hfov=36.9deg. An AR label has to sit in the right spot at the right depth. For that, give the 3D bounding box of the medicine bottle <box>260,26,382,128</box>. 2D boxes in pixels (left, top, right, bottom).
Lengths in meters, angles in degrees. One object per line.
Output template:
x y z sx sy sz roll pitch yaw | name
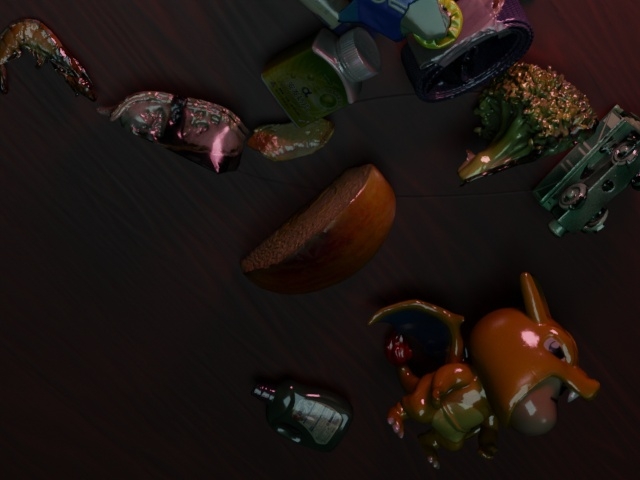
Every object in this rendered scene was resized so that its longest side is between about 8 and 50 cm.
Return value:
0.007 -0.296 1.687 0.188 0.088 0.132 -22 117 32 | medicine bottle

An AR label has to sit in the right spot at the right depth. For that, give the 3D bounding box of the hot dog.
-0.055 -0.185 1.781 0.169 0.061 0.078 -9 78 -3 | hot dog

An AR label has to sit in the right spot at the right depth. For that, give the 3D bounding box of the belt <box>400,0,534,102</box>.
0.251 -0.350 1.682 0.230 0.126 0.139 -30 144 19 | belt

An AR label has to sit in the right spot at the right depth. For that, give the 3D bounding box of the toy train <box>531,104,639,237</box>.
0.527 -0.115 1.800 0.115 0.154 0.269 37 108 -17 | toy train

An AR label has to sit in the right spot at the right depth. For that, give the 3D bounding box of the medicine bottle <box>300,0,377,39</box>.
0.001 -0.424 1.675 0.231 0.059 0.059 40 107 -19 | medicine bottle

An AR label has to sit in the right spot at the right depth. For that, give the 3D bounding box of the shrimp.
-0.503 -0.294 1.716 0.148 0.035 0.195 -39 105 11 | shrimp

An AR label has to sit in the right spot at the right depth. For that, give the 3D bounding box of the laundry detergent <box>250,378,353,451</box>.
-0.051 0.364 2.035 0.221 0.078 0.144 23 116 -14 | laundry detergent

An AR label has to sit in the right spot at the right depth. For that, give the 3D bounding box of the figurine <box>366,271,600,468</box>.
0.313 0.257 1.906 0.387 0.268 0.401 -34 108 15 | figurine

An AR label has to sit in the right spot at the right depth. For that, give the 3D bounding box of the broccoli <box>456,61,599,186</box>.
0.345 -0.225 1.714 0.273 0.242 0.180 -20 93 -1 | broccoli

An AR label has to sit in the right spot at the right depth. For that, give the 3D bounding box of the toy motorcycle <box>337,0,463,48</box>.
0.102 -0.456 1.566 0.200 0.191 0.326 -15 103 11 | toy motorcycle

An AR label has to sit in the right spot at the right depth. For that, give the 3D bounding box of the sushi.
-0.262 -0.223 1.735 0.273 0.134 0.109 26 98 1 | sushi

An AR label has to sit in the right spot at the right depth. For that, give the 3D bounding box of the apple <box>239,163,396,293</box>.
0.000 0.000 1.825 0.346 0.179 0.254 -38 150 14 | apple
